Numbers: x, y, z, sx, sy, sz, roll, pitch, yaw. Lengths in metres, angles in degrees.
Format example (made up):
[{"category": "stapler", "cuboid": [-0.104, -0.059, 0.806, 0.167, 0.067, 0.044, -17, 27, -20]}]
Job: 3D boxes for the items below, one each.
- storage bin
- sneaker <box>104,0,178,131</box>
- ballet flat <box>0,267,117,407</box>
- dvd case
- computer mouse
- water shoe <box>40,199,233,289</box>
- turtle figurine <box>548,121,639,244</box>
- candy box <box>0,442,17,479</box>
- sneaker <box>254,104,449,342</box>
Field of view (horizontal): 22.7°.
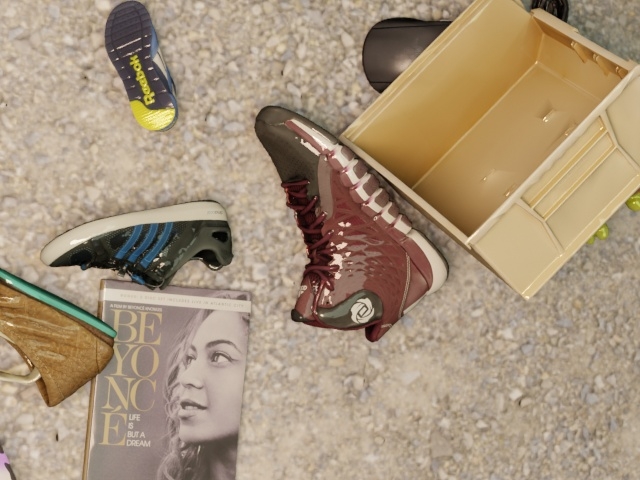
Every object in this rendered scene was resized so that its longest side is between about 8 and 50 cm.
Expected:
[{"category": "storage bin", "cuboid": [0.201, -0.113, 1.649, 0.260, 0.262, 0.123, -46, 128, -1]}, {"category": "sneaker", "cuboid": [-0.182, -0.175, 1.638, 0.053, 0.059, 0.144, -17, 80, 7]}, {"category": "ballet flat", "cuboid": [-0.357, 0.052, 1.530, 0.342, 0.116, 0.124, 37, 83, -24]}, {"category": "dvd case", "cuboid": [-0.158, 0.156, 1.659, 0.165, 0.018, 0.221, 6, 86, -24]}, {"category": "computer mouse", "cuboid": [0.178, -0.235, 1.794, 0.262, 0.060, 0.184, 9, 86, -24]}, {"category": "water shoe", "cuboid": [-0.180, 0.013, 1.615, 0.203, 0.073, 0.080, -13, 83, -25]}, {"category": "turtle figurine", "cuboid": [0.293, -0.074, 1.769, 0.269, 0.087, 0.217, -48, 152, -5]}, {"category": "candy box", "cuboid": [-0.375, 0.255, 1.531, 0.165, 0.070, 0.196, -25, 99, -23]}, {"category": "sneaker", "cuboid": [0.000, 0.000, 1.688, 0.281, 0.106, 0.162, 45, 77, -17]}]
